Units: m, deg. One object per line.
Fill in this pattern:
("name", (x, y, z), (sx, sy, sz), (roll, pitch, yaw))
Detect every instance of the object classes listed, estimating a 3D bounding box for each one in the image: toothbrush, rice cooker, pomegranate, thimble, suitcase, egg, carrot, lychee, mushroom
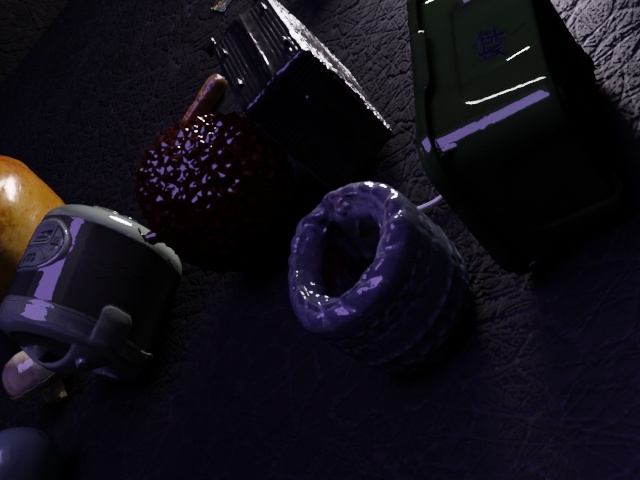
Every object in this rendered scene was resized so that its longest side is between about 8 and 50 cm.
("toothbrush", (0.113, -0.019, 1.496), (0.263, 0.022, 0.026), (-42, 47, 22))
("rice cooker", (-0.409, 0.103, 1.871), (0.288, 0.288, 0.277), (-7, 56, 52))
("pomegranate", (-0.745, 0.015, 2.347), (0.410, 0.410, 0.410), (-35, 36, 31))
("thimble", (0.072, 0.051, 1.347), (0.205, 0.172, 0.236), (-55, 33, -4))
("suitcase", (-0.039, -0.242, 1.713), (0.152, 0.229, 0.335), (-45, 31, 11))
("egg", (-0.555, 0.427, 1.872), (0.231, 0.168, 0.168), (-45, 32, 11))
("carrot", (-0.261, -0.267, 2.238), (0.191, 0.047, 0.047), (-53, 31, 6))
("lychee", (-0.175, -0.073, 1.726), (0.300, 0.264, 0.264), (-33, 37, 26))
("mushroom", (-0.536, 0.260, 2.057), (0.154, 0.123, 0.154), (-30, -1, -1))

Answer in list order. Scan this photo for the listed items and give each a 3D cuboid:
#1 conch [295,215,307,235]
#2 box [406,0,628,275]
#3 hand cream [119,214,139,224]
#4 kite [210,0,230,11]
("conch", (0.002, -0.001, 1.603), (0.076, 0.056, 0.085), (-17, 76, 24))
("box", (0.232, -0.154, 1.254), (0.177, 0.253, 0.329), (-22, 44, 25))
("hand cream", (-0.440, 0.079, 2.159), (0.091, 0.058, 0.271), (6, 71, 60))
("kite", (-0.220, -0.567, 2.501), (0.122, 0.004, 0.090), (-35, 36, 31))
